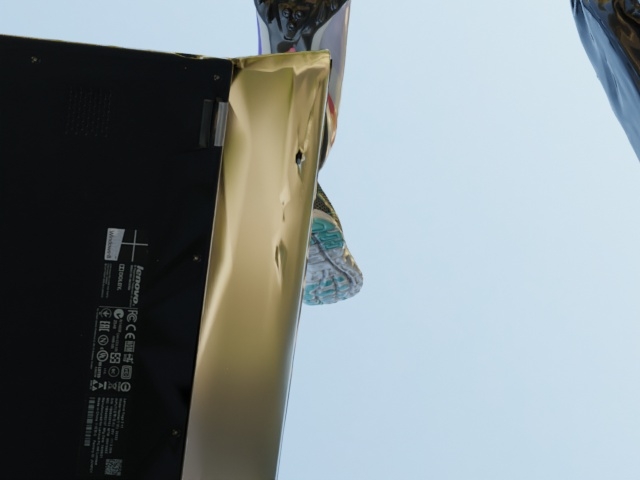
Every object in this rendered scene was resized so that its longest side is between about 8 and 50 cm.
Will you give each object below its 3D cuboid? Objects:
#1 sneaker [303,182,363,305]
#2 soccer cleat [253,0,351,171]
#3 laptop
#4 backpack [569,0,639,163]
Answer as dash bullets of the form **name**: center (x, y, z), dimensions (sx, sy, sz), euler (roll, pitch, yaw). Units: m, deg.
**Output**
- **sneaker**: center (0.000, 0.000, 1.744), dimensions (0.166, 0.065, 0.076), euler (80, 178, -58)
- **soccer cleat**: center (-0.016, -0.223, 2.017), dimensions (0.116, 0.109, 0.318), euler (-62, -22, -75)
- **laptop**: center (-0.168, 0.045, 1.335), dimensions (0.236, 0.408, 0.382), euler (-150, 66, -69)
- **backpack**: center (0.435, -0.175, 1.624), dimensions (0.273, 0.356, 0.290), euler (167, 79, -88)
